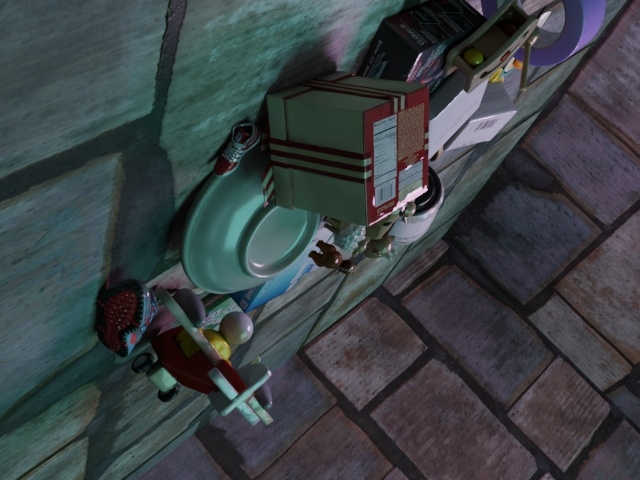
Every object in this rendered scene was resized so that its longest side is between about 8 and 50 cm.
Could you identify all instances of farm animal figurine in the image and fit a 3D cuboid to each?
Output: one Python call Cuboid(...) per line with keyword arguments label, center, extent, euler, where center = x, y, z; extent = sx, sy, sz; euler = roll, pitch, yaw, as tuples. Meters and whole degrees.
Cuboid(label="farm animal figurine", center=(0.135, -0.051, 1.760), extent=(0.330, 0.172, 0.327), euler=(-53, 173, -23))

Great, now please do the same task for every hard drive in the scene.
Cuboid(label="hard drive", center=(0.334, -0.337, 1.852), extent=(0.233, 0.047, 0.353), euler=(-46, 170, -3))

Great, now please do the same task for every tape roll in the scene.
Cuboid(label="tape roll", center=(0.502, -0.541, 1.670), extent=(0.090, 0.275, 0.275), euler=(-36, 165, -25))

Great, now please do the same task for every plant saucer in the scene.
Cuboid(label="plant saucer", center=(-0.109, -0.031, 1.567), extent=(0.400, 0.100, 0.400), euler=(-34, 146, -27))

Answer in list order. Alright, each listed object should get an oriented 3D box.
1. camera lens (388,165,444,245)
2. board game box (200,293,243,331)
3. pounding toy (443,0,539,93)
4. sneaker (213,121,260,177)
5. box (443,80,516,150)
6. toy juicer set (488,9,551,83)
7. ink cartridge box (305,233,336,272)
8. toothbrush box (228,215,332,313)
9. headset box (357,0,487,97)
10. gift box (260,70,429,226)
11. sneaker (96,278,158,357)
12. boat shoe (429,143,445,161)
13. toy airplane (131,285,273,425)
Cuboid(label="camera lens", center=(0.271, -0.122, 2.388), extent=(0.219, 0.219, 0.274), euler=(-39, 166, -18))
Cuboid(label="board game box", center=(-0.255, 0.175, 2.131), extent=(0.317, 0.046, 0.213), euler=(-34, 164, -37))
Cuboid(label="pounding toy", center=(0.406, -0.409, 1.578), extent=(0.269, 0.155, 0.154), euler=(-39, 169, -24))
Cuboid(label="sneaker", center=(-0.159, -0.172, 1.361), extent=(0.118, 0.042, 0.067), euler=(-50, 172, -9))
Cuboid(label="box", center=(0.464, -0.381, 2.241), extent=(0.181, 0.119, 0.182), euler=(-15, 162, -22))
Cuboid(label="toy juicer set", center=(0.610, -0.562, 2.324), extent=(0.329, 0.089, 0.209), euler=(-41, 166, -15))
Cuboid(label="ink cartridge box", center=(0.000, 0.000, 2.256), extent=(0.203, 0.086, 0.148), euler=(-48, 166, 18))
Cuboid(label="toothbrush box", center=(-0.109, 0.029, 1.937), extent=(0.216, 0.126, 0.295), euler=(-26, 158, -49))
Cuboid(label="headset box", center=(0.201, -0.392, 1.596), extent=(0.293, 0.110, 0.218), euler=(-34, 163, -37))
Cuboid(label="gift box", center=(0.038, -0.165, 1.409), extent=(0.255, 0.258, 0.276), euler=(-24, 123, -46))
Cuboid(label="sneaker", center=(-0.400, 0.138, 1.545), extent=(0.125, 0.104, 0.262), euler=(-56, -179, -39))
Cuboid(label="boat shoe", center=(0.348, -0.350, 2.152), extent=(0.123, 0.123, 0.342), euler=(-40, 160, -12))
Cuboid(label="toy airplane", center=(-0.249, 0.284, 1.793), extent=(0.272, 0.384, 0.386), euler=(-52, 171, -29))
